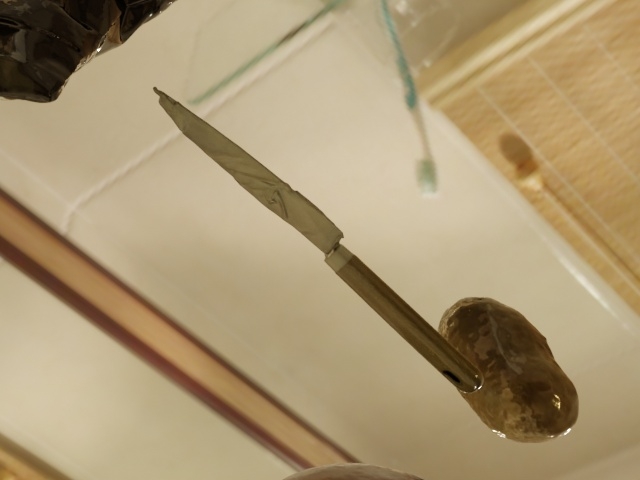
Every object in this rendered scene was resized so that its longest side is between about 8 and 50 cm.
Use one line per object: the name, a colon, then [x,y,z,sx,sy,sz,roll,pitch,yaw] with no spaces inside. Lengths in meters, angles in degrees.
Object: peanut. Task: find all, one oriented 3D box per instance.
peanut: [0.232,0.164,1.530,0.129,0.129,0.224,-41,-129,13]

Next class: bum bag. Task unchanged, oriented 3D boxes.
bum bag: [-0.196,-0.192,0.975,0.340,0.144,0.095,-54,164,-50]

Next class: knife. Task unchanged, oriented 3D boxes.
knife: [0.002,-0.002,0.823,0.017,0.298,0.047,-49,-176,-22]

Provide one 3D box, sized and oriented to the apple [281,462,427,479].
apple: [0.022,0.325,0.949,0.235,0.305,0.305,28,-105,23]
